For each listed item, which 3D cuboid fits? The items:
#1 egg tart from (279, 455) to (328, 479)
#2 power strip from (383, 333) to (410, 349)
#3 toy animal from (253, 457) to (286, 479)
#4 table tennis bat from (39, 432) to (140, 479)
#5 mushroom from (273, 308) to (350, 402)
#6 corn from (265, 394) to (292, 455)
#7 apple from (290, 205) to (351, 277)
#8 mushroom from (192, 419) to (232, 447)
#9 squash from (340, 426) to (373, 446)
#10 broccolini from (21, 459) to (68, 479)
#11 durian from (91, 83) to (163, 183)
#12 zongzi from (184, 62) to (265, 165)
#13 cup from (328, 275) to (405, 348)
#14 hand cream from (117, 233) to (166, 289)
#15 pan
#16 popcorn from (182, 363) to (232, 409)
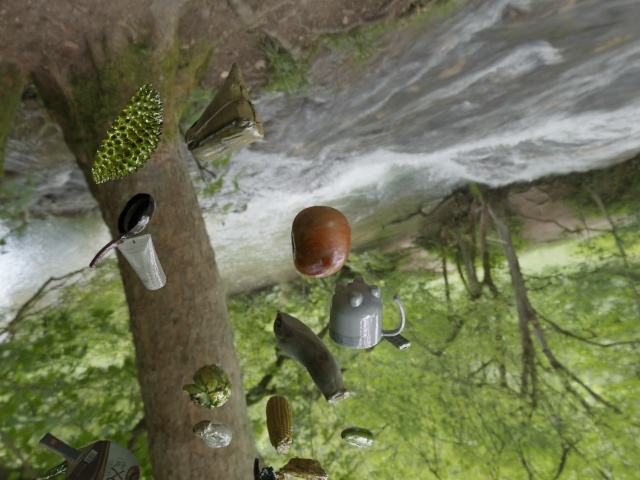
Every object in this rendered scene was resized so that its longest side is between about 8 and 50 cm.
[{"bbox_3d":[-0.041,0.595,1.156,0.131,0.052,0.130,8,150,5],"label":"egg tart"},{"bbox_3d":[0.214,0.280,1.255,0.040,0.016,0.090,-16,-160,-22],"label":"power strip"},{"bbox_3d":[-0.148,0.721,1.254,0.272,0.197,0.160,-52,180,26],"label":"toy animal"},{"bbox_3d":[-0.664,0.642,1.276,0.022,0.301,0.173,-57,-179,36],"label":"table tennis bat"},{"bbox_3d":[-0.034,0.346,1.361,0.109,0.351,0.097,-45,144,-6],"label":"mushroom"},{"bbox_3d":[-0.200,0.879,2.160,0.130,0.130,0.347,-13,-159,-4],"label":"corn"},{"bbox_3d":[0.000,0.000,1.257,0.165,0.209,0.209,-3,162,-9],"label":"apple"},{"bbox_3d":[-0.422,0.768,1.760,0.116,0.093,0.225,-17,149,-6],"label":"mushroom"},{"bbox_3d":[0.131,0.705,1.599,0.066,0.066,0.201,-22,146,25],"label":"squash"},{"bbox_3d":[-0.814,0.692,1.328,0.194,0.054,0.052,-19,174,-9],"label":"broccolini"},{"bbox_3d":[-0.596,-0.328,1.358,0.169,0.351,0.158,22,169,33],"label":"durian"},{"bbox_3d":[-0.240,-0.298,1.044,0.195,0.197,0.099,-23,165,15],"label":"zongzi"},{"bbox_3d":[0.105,0.177,1.092,0.174,0.141,0.134,20,-151,37],"label":"cup"},{"bbox_3d":[-0.442,0.058,1.126,0.087,0.054,0.186,-13,134,-6],"label":"hand cream"},{"bbox_3d":[-0.455,-0.019,1.033,0.115,0.212,0.040,10,153,43],"label":"pan"},{"bbox_3d":[-0.480,0.616,1.877,0.213,0.197,0.198,-17,170,-44],"label":"popcorn"}]
